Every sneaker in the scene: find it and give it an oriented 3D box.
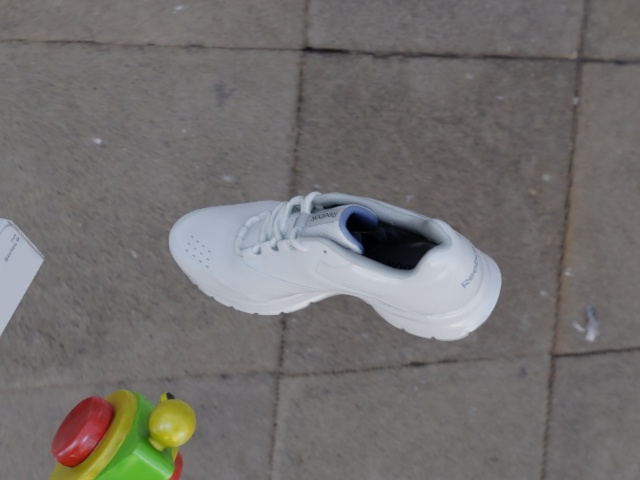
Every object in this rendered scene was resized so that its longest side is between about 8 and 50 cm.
[{"bbox_3d":[0.000,0.000,0.895,0.129,0.297,0.111,55,44,-56],"label":"sneaker"}]

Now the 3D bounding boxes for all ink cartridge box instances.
[{"bbox_3d":[-0.471,0.044,1.300,0.154,0.212,0.093,-67,149,-26],"label":"ink cartridge box"}]

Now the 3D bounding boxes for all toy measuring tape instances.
[{"bbox_3d":[-0.230,0.231,1.010,0.121,0.121,0.330,41,119,-21],"label":"toy measuring tape"}]
